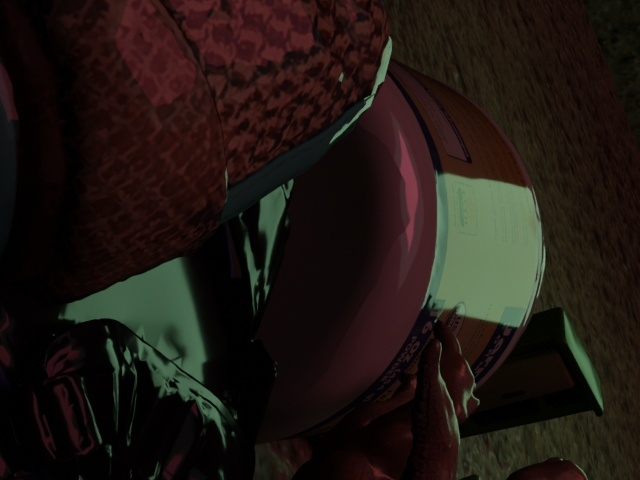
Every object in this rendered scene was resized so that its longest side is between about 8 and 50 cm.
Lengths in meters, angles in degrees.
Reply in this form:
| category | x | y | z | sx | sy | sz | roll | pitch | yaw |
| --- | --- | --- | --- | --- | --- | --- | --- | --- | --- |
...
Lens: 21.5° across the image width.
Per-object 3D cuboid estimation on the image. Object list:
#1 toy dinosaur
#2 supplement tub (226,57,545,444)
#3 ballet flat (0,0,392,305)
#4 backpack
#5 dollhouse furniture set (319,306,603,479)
| category | x | y | z | sx | sy | sz | roll | pitch | yaw |
| --- | --- | --- | --- | --- | --- | --- | --- | --- | --- |
| toy dinosaur | 0.004 | 0.151 | 0.754 | 0.127 | 0.200 | 0.296 | 54 | -22 | 10 |
| supplement tub | 0.000 | 0.000 | 0.981 | 0.316 | 0.228 | 0.228 | 10 | 66 | -68 |
| ballet flat | -0.152 | -0.184 | 0.556 | 0.182 | 0.164 | 0.483 | -26 | 65 | -35 |
| backpack | -0.122 | 0.030 | 0.662 | 0.263 | 0.213 | 0.277 | 58 | 31 | -49 |
| dollhouse furniture set | 0.097 | 0.103 | 1.271 | 0.198 | 0.151 | 0.301 | -84 | 151 | -45 |
